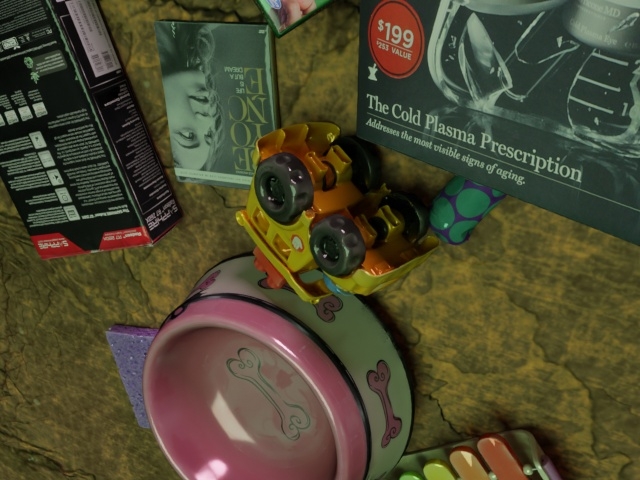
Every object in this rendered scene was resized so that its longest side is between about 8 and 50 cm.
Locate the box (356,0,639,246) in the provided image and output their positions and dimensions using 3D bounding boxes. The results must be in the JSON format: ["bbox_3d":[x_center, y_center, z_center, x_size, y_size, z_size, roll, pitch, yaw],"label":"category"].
[{"bbox_3d":[0.206,-0.201,0.523,0.343,0.179,0.312,29,130,41],"label":"box"}]

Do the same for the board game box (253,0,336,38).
[{"bbox_3d":[-0.038,-0.388,0.638,0.213,0.046,0.317,-33,102,0],"label":"board game box"}]

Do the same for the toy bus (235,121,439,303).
[{"bbox_3d":[0.000,0.000,0.816,0.220,0.149,0.211,49,134,21],"label":"toy bus"}]

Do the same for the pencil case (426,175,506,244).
[{"bbox_3d":[0.187,-0.062,0.768,0.070,0.064,0.151,17,132,-27],"label":"pencil case"}]

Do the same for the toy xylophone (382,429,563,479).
[{"bbox_3d":[0.230,0.388,0.987,0.323,0.081,0.236,-35,99,35],"label":"toy xylophone"}]

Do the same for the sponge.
[{"bbox_3d":[-0.294,0.244,1.179,0.117,0.031,0.210,0,116,25],"label":"sponge"}]

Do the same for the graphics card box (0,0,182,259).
[{"bbox_3d":[-0.368,-0.162,0.951,0.233,0.094,0.370,-7,115,28],"label":"graphics card box"}]

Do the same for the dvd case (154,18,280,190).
[{"bbox_3d":[-0.131,-0.172,0.882,0.165,0.018,0.221,9,120,20],"label":"dvd case"}]

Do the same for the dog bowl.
[{"bbox_3d":[-0.081,0.231,0.967,0.408,0.150,0.407,12,115,26],"label":"dog bowl"}]
